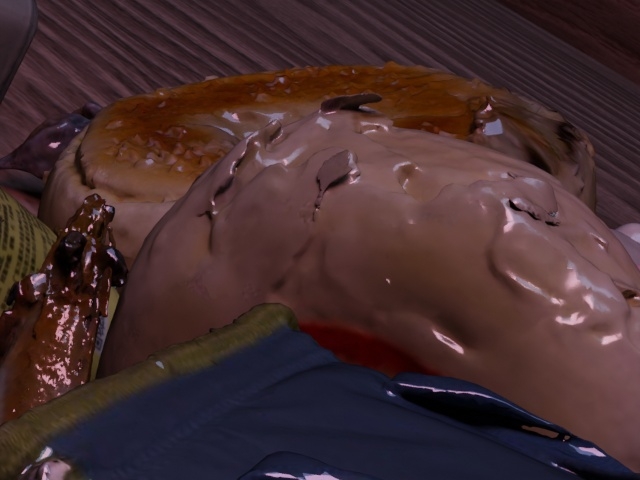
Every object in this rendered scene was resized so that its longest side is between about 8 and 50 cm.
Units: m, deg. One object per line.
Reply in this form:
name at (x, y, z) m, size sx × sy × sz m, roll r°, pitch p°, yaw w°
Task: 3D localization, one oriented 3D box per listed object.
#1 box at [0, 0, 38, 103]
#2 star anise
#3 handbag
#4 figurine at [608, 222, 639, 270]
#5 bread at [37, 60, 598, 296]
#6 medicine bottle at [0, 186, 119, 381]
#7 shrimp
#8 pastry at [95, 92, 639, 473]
box at (-0.337, -0.172, 1.084) m, size 0.312 × 0.175 × 0.182 m, roll 33°, pitch 10°, yaw 27°
star anise at (-0.083, -0.031, 1.123) m, size 0.262 × 0.081 × 0.230 m, roll 28°, pitch 7°, yaw 21°
handbag at (0.027, 0.161, 0.459) m, size 0.241 × 0.222 × 0.263 m, roll 24°, pitch 15°, yaw 17°
figurine at (0.153, 0.074, 0.967) m, size 0.127 × 0.155 × 0.235 m, roll 51°, pitch 9°, yaw -7°
bread at (0.000, 0.000, 0.923) m, size 0.306 × 0.158 × 0.305 m, roll -4°, pitch 18°, yaw 1°
medicine bottle at (-0.187, 0.004, 0.670) m, size 0.124 × 0.124 × 0.239 m, roll 41°, pitch -2°, yaw 44°
shrimp at (-0.117, 0.066, 0.625) m, size 0.091 × 0.184 × 0.043 m, roll 15°, pitch -12°, yaw 46°
pastry at (0.028, 0.077, 0.660) m, size 0.265 × 0.265 × 0.133 m, roll 29°, pitch 18°, yaw 17°
